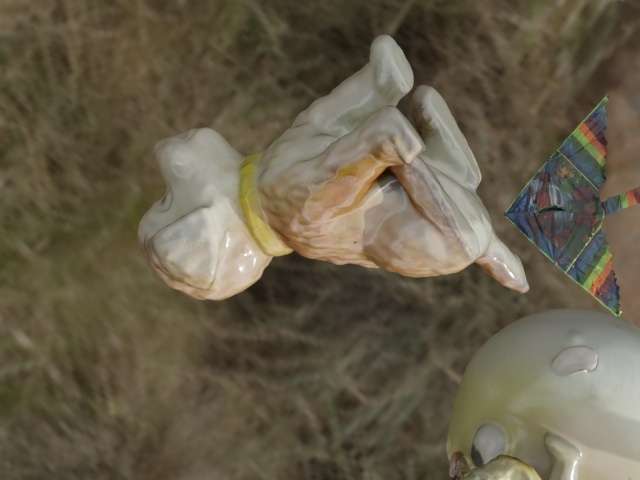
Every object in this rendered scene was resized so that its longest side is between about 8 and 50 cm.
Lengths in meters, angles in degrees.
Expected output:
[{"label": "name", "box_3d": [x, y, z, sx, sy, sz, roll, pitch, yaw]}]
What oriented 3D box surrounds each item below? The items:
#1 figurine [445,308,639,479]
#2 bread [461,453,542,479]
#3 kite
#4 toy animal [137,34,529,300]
[{"label": "figurine", "box_3d": [0.230, 0.252, 1.590, 0.226, 0.274, 0.394, 69, 27, -62]}, {"label": "bread", "box_3d": [0.064, 0.273, 1.404, 0.183, 0.211, 0.224, -12, 89, -21]}, {"label": "kite", "box_3d": [0.142, -0.016, 1.065, 0.090, 0.004, 0.122, -10, 93, -16]}, {"label": "toy animal", "box_3d": [0.002, 0.001, 1.089, 0.185, 0.104, 0.184, -25, 128, 16]}]
